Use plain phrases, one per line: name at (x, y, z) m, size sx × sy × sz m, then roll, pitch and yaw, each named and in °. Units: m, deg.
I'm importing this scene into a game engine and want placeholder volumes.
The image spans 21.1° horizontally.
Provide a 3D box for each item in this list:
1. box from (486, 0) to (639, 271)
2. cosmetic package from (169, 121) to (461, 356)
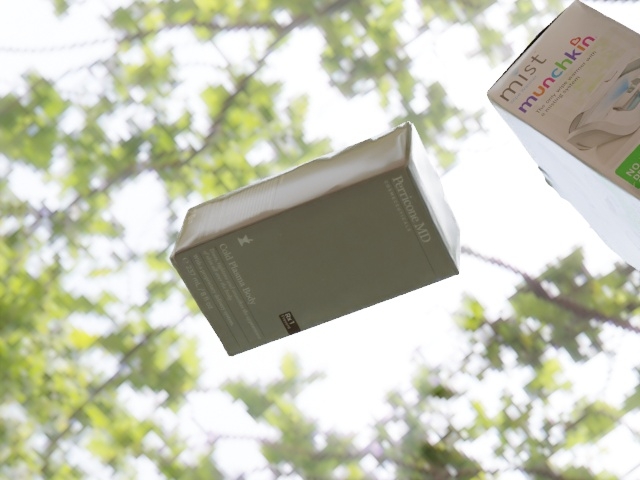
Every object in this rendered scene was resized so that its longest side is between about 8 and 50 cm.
box at (0.301, -0.049, 1.480) m, size 0.127 × 0.262 × 0.231 m, roll -46°, pitch -141°, yaw 0°
cosmetic package at (0.000, 0.000, 1.574) m, size 0.238 × 0.127 × 0.107 m, roll -21°, pitch -156°, yaw 18°
